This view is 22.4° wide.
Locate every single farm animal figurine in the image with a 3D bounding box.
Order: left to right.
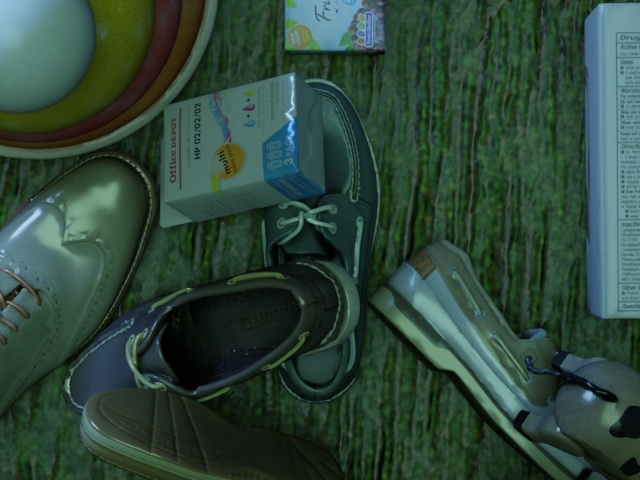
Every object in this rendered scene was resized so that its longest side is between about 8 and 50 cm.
[{"bbox_3d":[0.331,0.191,1.466,0.327,0.172,0.330,25,81,-26],"label":"farm animal figurine"}]

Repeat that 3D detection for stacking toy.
[{"bbox_3d":[-0.240,-0.205,1.357,0.351,0.480,0.350,-2,104,-9],"label":"stacking toy"}]

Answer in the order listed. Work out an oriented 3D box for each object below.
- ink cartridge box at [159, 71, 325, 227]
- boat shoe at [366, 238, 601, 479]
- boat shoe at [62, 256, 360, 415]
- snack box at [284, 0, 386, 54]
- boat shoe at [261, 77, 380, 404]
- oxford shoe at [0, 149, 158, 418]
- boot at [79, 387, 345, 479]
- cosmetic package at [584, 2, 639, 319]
[{"bbox_3d":[-0.090,-0.083,1.539,0.181,0.061,0.104,-12,66,24],"label":"ink cartridge box"},{"bbox_3d":[0.186,0.128,1.558,0.302,0.113,0.103,45,85,-7],"label":"boat shoe"},{"bbox_3d":[-0.122,0.099,1.515,0.324,0.097,0.116,-20,83,26],"label":"boat shoe"},{"bbox_3d":[0.015,-0.255,1.595,0.100,0.037,0.141,0,90,2],"label":"snack box"},{"bbox_3d":[0.000,0.000,1.565,0.116,0.099,0.319,1,90,1],"label":"boat shoe"},{"bbox_3d":[-0.297,0.081,1.544,0.140,0.146,0.397,37,91,0],"label":"oxford shoe"},{"bbox_3d":[-0.134,0.250,1.512,0.262,0.095,0.203,19,124,-26],"label":"boot"},{"bbox_3d":[0.332,-0.074,1.549,0.153,0.129,0.296,1,91,2],"label":"cosmetic package"}]
